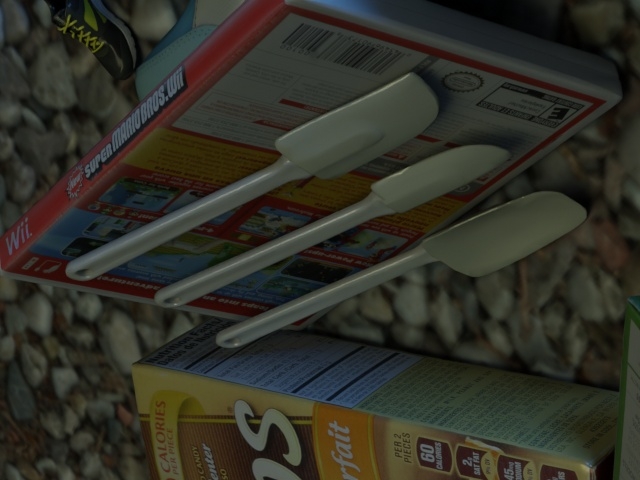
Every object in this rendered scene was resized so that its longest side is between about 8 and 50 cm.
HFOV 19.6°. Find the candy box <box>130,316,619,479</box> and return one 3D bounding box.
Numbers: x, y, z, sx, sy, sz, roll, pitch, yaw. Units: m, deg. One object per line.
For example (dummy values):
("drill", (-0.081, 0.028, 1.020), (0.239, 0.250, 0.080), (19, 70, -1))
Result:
("candy box", (0.044, 0.161, 1.063), (0.316, 0.087, 0.183), (8, 115, 36))

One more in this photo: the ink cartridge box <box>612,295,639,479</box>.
("ink cartridge box", (0.202, 0.126, 0.894), (0.062, 0.109, 0.209), (-117, 24, -63))

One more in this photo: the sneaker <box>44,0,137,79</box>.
("sneaker", (-0.145, -0.130, 1.123), (0.083, 0.035, 0.031), (55, 134, 5))

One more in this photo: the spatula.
("spatula", (0.000, 0.000, 0.970), (0.242, 0.168, 0.019), (-26, 55, 30))

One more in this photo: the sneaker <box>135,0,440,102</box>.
("sneaker", (-0.017, -0.196, 0.930), (0.319, 0.127, 0.208), (-35, 88, 34))

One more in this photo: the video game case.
("video game case", (-0.013, -0.035, 0.957), (0.285, 0.204, 0.025), (-38, 51, 43))
